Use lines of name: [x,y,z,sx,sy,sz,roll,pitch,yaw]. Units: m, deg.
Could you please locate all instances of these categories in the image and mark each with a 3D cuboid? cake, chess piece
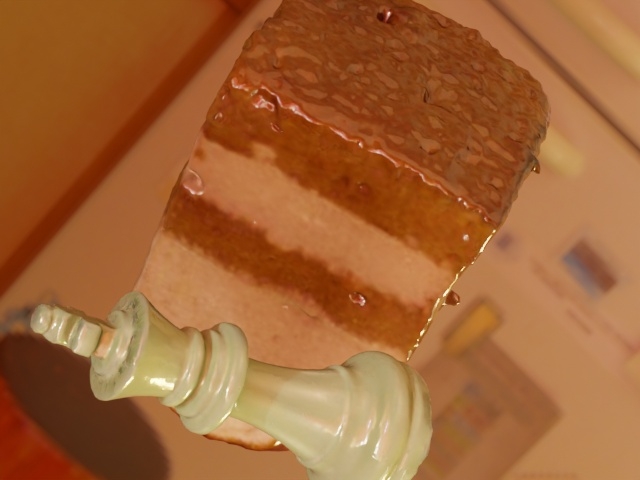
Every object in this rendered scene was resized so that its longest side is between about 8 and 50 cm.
cake: [0.000,0.000,1.228,0.196,0.293,0.198,27,33,-1]
chess piece: [-0.034,0.051,0.668,0.149,0.059,0.059,20,26,-28]
